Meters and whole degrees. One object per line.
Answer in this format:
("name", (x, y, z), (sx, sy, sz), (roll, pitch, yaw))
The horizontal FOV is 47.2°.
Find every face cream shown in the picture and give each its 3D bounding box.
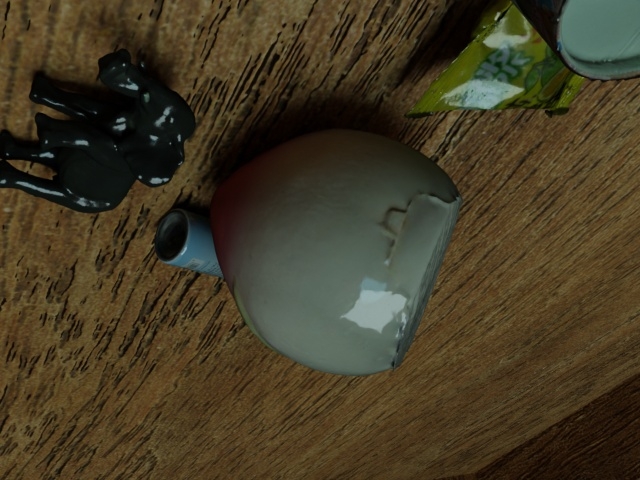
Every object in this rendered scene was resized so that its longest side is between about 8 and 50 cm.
("face cream", (-0.115, 0.019, 1.007), (0.075, 0.075, 0.229), (-38, 145, 27))

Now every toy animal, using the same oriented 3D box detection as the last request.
("toy animal", (-0.222, -0.108, 0.733), (0.146, 0.115, 0.245), (16, 156, -36))

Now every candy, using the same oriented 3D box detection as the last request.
("candy", (0.248, -0.212, 0.851), (0.297, 0.081, 0.187), (-11, 148, -39))

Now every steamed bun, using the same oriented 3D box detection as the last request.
("steamed bun", (0.000, 0.000, 0.878), (0.309, 0.309, 0.309), (-14, 149, -9))

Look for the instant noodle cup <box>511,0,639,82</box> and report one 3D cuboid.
("instant noodle cup", (0.226, -0.275, 0.590), (0.242, 0.231, 0.243), (-13, 148, -8))
